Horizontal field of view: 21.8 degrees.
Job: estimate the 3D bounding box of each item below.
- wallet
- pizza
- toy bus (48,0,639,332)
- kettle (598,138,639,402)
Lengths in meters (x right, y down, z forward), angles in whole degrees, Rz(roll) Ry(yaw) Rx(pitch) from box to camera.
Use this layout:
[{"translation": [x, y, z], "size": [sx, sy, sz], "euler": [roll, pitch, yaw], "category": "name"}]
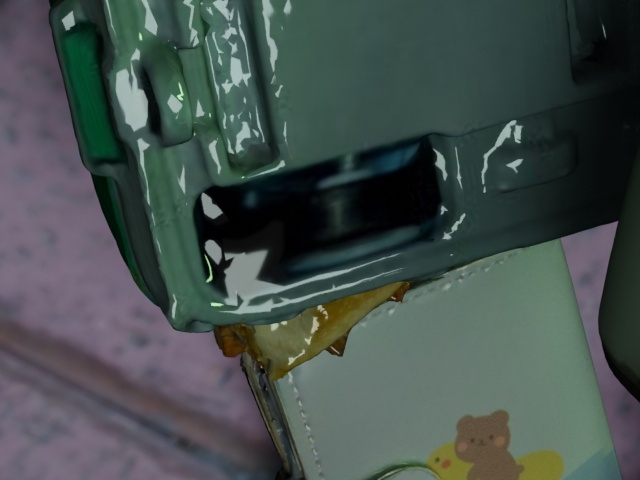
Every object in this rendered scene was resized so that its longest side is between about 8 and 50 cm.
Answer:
[{"translation": [0.058, 0.103, 0.761], "size": [0.170, 0.069, 0.231], "euler": [-24, 119, -13], "category": "wallet"}, {"translation": [0.001, 0.000, 0.679], "size": [0.175, 0.134, 0.046], "euler": [-45, 118, -40], "category": "pizza"}, {"translation": [0.065, -0.108, 0.598], "size": [0.343, 0.199, 0.183], "euler": [-15, 114, -14], "category": "toy bus"}, {"translation": [0.200, -0.054, 0.481], "size": [0.240, 0.165, 0.255], "euler": [-5, 116, -50], "category": "kettle"}]
